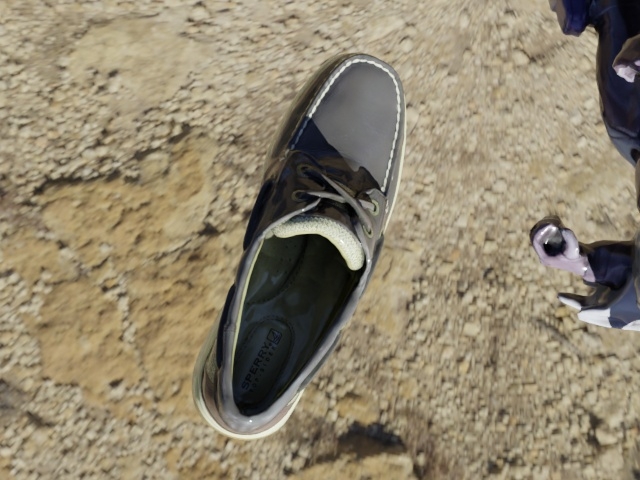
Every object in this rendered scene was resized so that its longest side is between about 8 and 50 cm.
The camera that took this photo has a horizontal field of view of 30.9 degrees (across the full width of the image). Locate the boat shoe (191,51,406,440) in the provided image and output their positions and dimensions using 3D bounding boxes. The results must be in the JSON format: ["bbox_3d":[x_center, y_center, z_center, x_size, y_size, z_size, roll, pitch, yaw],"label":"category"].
[{"bbox_3d":[-0.001,0.000,0.610,0.080,0.073,0.223,25,79,-12],"label":"boat shoe"}]

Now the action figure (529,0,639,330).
[{"bbox_3d":[0.126,-0.044,0.413,0.099,0.185,0.285,0,66,-10],"label":"action figure"}]
